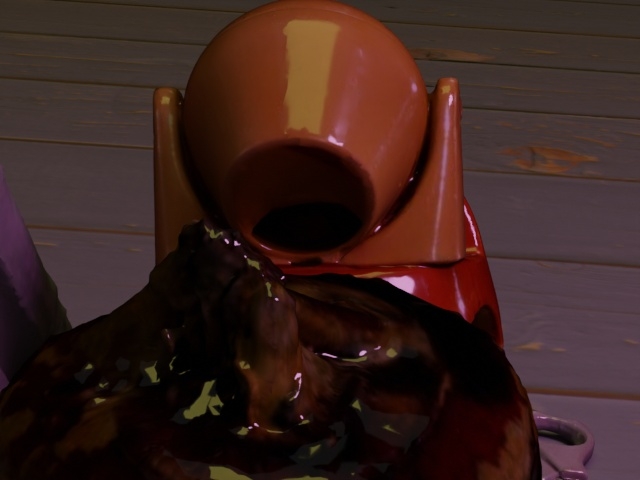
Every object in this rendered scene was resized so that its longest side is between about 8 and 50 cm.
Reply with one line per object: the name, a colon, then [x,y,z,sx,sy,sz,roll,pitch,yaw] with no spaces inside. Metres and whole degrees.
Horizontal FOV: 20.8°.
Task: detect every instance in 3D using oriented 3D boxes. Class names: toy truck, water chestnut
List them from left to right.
water chestnut: [-0.020,0.095,0.688,0.223,0.238,0.224,3,28,-1]
toy truck: [0.000,0.000,0.906,0.189,0.239,0.265,-1,2,4]

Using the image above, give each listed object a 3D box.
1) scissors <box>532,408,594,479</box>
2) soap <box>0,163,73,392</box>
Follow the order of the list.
scissors: [0.137,0.135,0.943,0.100,0.015,0.189,-6,22,-25]
soap: [-0.233,0.114,0.888,0.159,0.258,0.302,6,-27,10]
